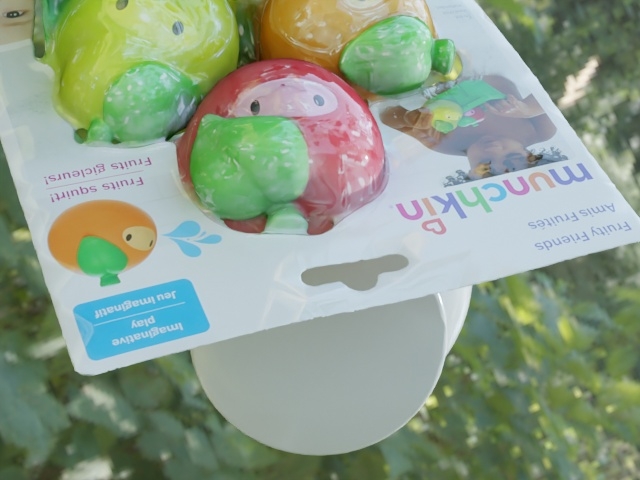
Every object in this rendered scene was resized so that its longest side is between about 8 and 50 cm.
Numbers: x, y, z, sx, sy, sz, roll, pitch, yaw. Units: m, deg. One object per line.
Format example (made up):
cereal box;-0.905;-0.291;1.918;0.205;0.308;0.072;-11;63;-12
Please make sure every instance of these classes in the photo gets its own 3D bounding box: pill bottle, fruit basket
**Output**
pill bottle;0.000;0.000;1.109;0.407;0.229;0.229;-88;155;-71
fruit basket;-0.029;-0.096;0.818;0.353;0.327;0.165;-119;-156;-44
